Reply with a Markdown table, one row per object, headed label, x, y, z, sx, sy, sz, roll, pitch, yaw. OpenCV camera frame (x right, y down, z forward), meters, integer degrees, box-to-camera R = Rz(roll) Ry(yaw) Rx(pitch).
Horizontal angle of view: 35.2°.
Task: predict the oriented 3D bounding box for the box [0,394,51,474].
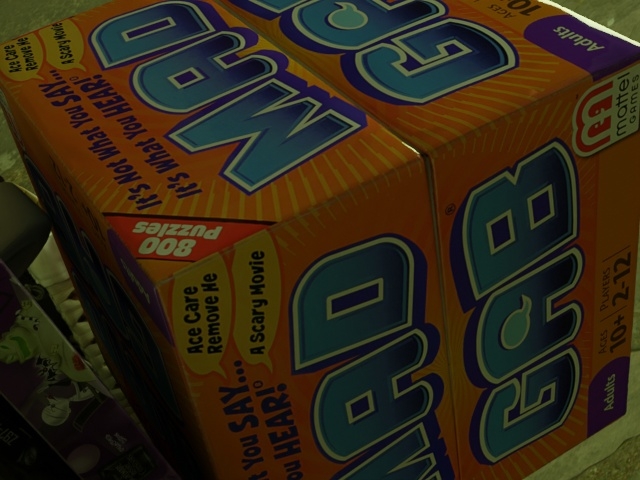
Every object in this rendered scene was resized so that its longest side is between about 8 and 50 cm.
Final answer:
| label | x | y | z | sx | sy | sz | roll | pitch | yaw |
| --- | --- | --- | --- | --- | --- | --- | --- | --- | --- |
| box | -0.202 | 0.104 | 0.621 | 0.067 | 0.018 | 0.083 | 46 | -10 | -26 |

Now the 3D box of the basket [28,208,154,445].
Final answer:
| label | x | y | z | sx | sy | sz | roll | pitch | yaw |
| --- | --- | --- | --- | --- | --- | --- | --- | --- | --- |
| basket | -0.155 | 0.037 | 1.190 | 0.267 | 0.331 | 0.328 | 67 | -16 | -14 |

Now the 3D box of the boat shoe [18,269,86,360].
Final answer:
| label | x | y | z | sx | sy | sz | roll | pitch | yaw |
| --- | --- | --- | --- | --- | --- | --- | --- | --- | --- |
| boat shoe | -0.323 | 0.113 | 1.396 | 0.285 | 0.103 | 0.092 | 41 | -3 | -22 |

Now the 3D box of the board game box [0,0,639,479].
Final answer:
| label | x | y | z | sx | sy | sz | roll | pitch | yaw |
| --- | --- | --- | --- | --- | --- | --- | --- | --- | --- |
| board game box | 0.000 | 0.000 | 0.818 | 0.356 | 0.356 | 0.357 | 44 | -27 | 46 |

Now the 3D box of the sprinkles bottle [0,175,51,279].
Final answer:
| label | x | y | z | sx | sy | sz | roll | pitch | yaw |
| --- | --- | --- | --- | --- | --- | --- | --- | --- | --- |
| sprinkles bottle | -0.384 | -0.087 | 0.805 | 0.355 | 0.121 | 0.121 | 41 | -9 | 1 |

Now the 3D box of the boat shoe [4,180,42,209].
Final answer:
| label | x | y | z | sx | sy | sz | roll | pitch | yaw |
| --- | --- | --- | --- | --- | --- | --- | --- | --- | --- |
| boat shoe | -0.524 | -0.052 | 1.647 | 0.277 | 0.098 | 0.096 | 25 | -2 | 14 |

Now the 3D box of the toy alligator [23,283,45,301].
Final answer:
| label | x | y | z | sx | sy | sz | roll | pitch | yaw |
| --- | --- | --- | --- | --- | --- | --- | --- | --- | --- |
| toy alligator | -0.426 | 0.026 | 1.271 | 0.189 | 0.056 | 0.051 | 41 | -50 | 6 |

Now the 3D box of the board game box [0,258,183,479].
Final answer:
| label | x | y | z | sx | sy | sz | roll | pitch | yaw |
| --- | --- | --- | --- | --- | --- | --- | --- | --- | --- |
| board game box | -0.170 | 0.075 | 0.608 | 0.208 | 0.056 | 0.347 | 38 | -19 | 48 |
